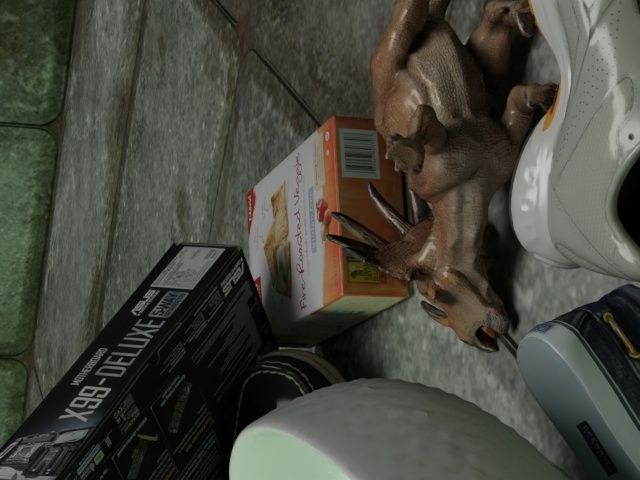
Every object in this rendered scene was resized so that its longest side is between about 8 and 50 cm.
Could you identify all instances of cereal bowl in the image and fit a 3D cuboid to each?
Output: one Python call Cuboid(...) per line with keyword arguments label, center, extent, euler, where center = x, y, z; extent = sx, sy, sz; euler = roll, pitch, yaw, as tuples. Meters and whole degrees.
Cuboid(label="cereal bowl", center=(0.092, 0.222, 0.782), extent=(0.339, 0.141, 0.339), euler=(48, 152, 36))

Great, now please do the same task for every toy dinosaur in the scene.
Cuboid(label="toy dinosaur", center=(0.078, -0.084, 0.989), extent=(0.200, 0.127, 0.295), euler=(121, 152, -63))

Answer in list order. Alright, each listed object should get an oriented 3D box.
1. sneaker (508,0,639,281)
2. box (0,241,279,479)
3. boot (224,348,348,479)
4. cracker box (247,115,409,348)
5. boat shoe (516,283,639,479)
Cuboid(label="sneaker", center=(0.182, -0.101, 0.773), extent=(0.121, 0.099, 0.262), euler=(28, 121, 59))
Cuboid(label="box", center=(-0.129, 0.186, 1.177), extent=(0.307, 0.076, 0.242), euler=(-55, -43, -44))
Cuboid(label="boot", center=(-0.073, 0.283, 1.074), extent=(0.138, 0.284, 0.377), euler=(2, 93, 33))
Cuboid(label="cracker box", center=(0.000, 0.000, 1.242), extent=(0.232, 0.067, 0.155), euler=(143, 127, -64))
Cuboid(label="boat shoe", center=(0.189, 0.112, 0.758), extent=(0.183, 0.083, 0.065), euler=(60, 152, 7))
